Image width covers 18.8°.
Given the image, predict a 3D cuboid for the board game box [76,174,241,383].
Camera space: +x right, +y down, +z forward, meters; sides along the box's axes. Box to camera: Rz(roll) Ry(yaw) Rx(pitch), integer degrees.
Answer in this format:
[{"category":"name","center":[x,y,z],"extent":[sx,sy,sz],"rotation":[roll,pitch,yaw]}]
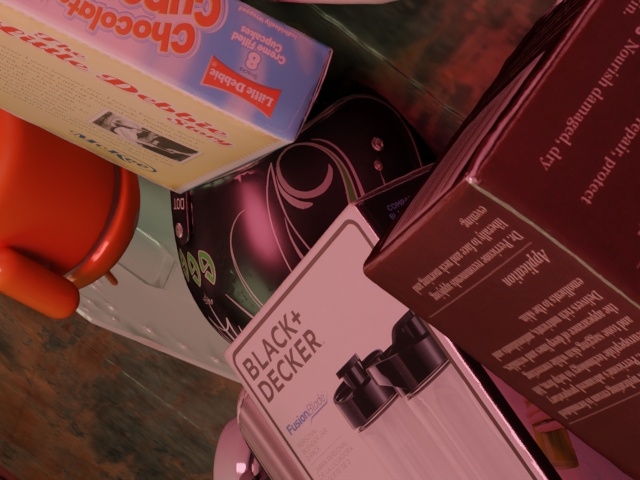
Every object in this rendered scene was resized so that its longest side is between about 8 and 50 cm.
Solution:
[{"category":"board game box","center":[-0.149,-0.022,1.506],"extent":[0.390,0.050,0.390],"rotation":[18,153,42]}]

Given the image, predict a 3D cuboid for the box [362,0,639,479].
[{"category":"box","center":[0.160,-0.007,0.858],"extent":[0.203,0.167,0.168],"rotation":[37,160,-3]}]

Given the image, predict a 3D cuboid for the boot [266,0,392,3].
[{"category":"boot","center":[-0.070,-0.171,0.946],"extent":[0.258,0.095,0.123],"rotation":[15,155,24]}]

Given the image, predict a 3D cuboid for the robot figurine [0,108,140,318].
[{"category":"robot figurine","center":[-0.204,-0.039,1.262],"extent":[0.158,0.128,0.219],"rotation":[29,180,36]}]

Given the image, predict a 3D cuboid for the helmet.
[{"category":"helmet","center":[0.000,0.000,1.172],"extent":[0.169,0.169,0.162],"rotation":[0,122,59]}]

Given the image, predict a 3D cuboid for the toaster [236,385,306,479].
[{"category":"toaster","center":[0.055,0.112,1.274],"extent":[0.146,0.227,0.129],"rotation":[43,167,39]}]

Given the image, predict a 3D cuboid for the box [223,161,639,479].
[{"category":"box","center":[0.088,0.122,0.982],"extent":[0.290,0.087,0.169],"rotation":[56,141,12]}]

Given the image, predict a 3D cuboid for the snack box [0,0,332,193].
[{"category":"snack box","center":[-0.172,-0.126,0.977],"extent":[0.322,0.060,0.187],"rotation":[26,165,-17]}]

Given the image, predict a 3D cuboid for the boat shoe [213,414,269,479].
[{"category":"boat shoe","center":[0.056,0.211,1.499],"extent":[0.119,0.121,0.335],"rotation":[-1,157,40]}]
